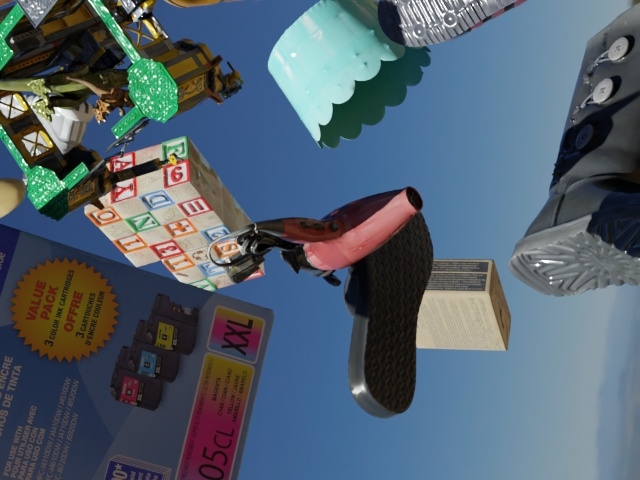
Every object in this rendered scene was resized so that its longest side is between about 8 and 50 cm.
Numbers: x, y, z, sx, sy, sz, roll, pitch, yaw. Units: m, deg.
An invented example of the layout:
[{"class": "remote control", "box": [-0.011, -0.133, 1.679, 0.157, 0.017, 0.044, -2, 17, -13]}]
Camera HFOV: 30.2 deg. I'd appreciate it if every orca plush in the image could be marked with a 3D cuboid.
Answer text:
[{"class": "orca plush", "box": [-0.010, -0.011, 1.968, 0.102, 0.151, 0.287, -49, -20, 6]}]

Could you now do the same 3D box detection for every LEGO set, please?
[{"class": "LEGO set", "box": [-0.206, -0.190, 1.222, 0.192, 0.255, 0.331, -36, -6, -47]}]

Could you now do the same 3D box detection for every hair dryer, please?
[{"class": "hair dryer", "box": [0.000, 0.000, 1.590, 0.223, 0.293, 0.080, 98, 150, -82]}]

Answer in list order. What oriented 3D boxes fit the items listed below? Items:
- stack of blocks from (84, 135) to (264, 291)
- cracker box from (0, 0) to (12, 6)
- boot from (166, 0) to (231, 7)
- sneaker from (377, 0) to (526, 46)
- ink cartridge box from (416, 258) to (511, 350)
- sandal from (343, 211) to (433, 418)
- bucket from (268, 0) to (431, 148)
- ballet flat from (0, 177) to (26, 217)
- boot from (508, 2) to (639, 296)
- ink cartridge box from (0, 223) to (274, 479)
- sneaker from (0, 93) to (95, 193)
[{"class": "stack of blocks", "box": [-0.221, -0.026, 1.844, 0.297, 0.171, 0.087, 55, -158, -54]}, {"class": "cracker box", "box": [-0.626, -0.462, 2.190, 0.155, 0.232, 0.067, -29, -68, -20]}, {"class": "boot", "box": [-0.162, -0.514, 2.269, 0.295, 0.211, 0.104, -10, -89, -58]}, {"class": "sneaker", "box": [0.230, -0.355, 1.647, 0.131, 0.319, 0.112, -28, -79, -51]}, {"class": "ink cartridge box", "box": [0.265, 0.129, 2.351, 0.235, 0.193, 0.088, 64, -147, -54]}, {"class": "sandal", "box": [0.097, 0.103, 2.077, 0.167, 0.107, 0.446, 35, -131, -30]}, {"class": "bucket", "box": [0.050, -0.328, 2.227, 0.281, 0.183, 0.281, -36, -13, -10]}, {"class": "ballet flat", "box": [-0.646, -0.070, 2.188, 0.073, 0.232, 0.080, 23, -123, -53]}, {"class": "boot", "box": [0.470, -0.152, 1.668, 0.146, 0.367, 0.445, 41, -118, -26]}, {"class": "ink cartridge box", "box": [-0.274, 0.151, 1.223, 0.151, 0.395, 0.270, 138, 147, -63]}, {"class": "sneaker", "box": [-0.389, -0.127, 1.608, 0.086, 0.228, 0.132, 14, -96, -33]}]
